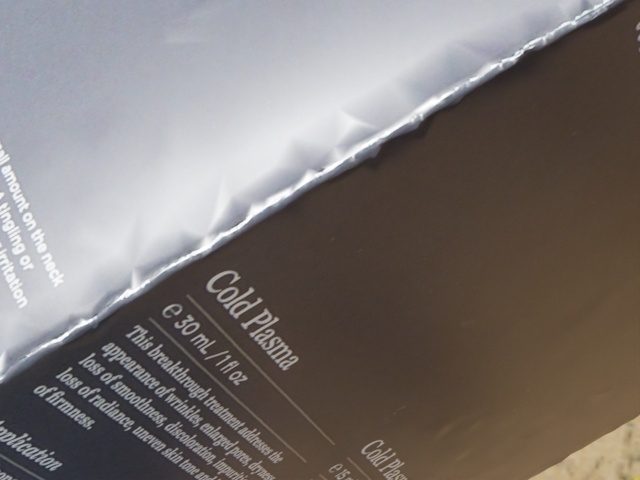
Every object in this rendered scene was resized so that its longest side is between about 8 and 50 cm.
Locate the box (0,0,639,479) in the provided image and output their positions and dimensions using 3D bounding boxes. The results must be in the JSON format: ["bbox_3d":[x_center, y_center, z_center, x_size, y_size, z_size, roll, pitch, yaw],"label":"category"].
[{"bbox_3d":[0.000,0.000,0.526,0.179,0.312,0.343,61,-177,31],"label":"box"}]
